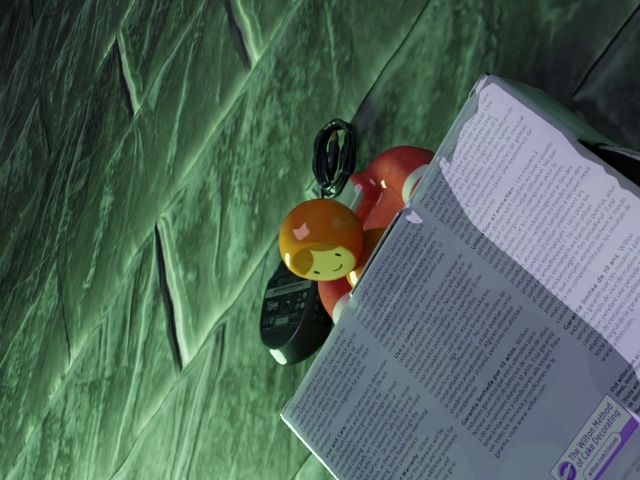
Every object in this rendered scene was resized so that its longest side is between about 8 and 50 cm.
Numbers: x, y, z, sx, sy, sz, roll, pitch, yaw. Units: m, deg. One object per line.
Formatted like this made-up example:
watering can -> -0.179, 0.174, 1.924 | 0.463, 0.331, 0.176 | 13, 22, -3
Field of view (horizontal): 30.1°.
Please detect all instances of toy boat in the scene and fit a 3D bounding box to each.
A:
toy boat -> 0.039, 0.016, 0.840 | 0.151, 0.151, 0.231 | -62, 29, 16

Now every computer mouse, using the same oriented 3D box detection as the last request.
computer mouse -> 0.000, 0.000, 1.050 | 0.071, 0.041, 0.242 | -13, 55, 48

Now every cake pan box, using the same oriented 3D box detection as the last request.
cake pan box -> 0.125, 0.074, 0.648 | 0.246, 0.070, 0.267 | 41, 112, 31
